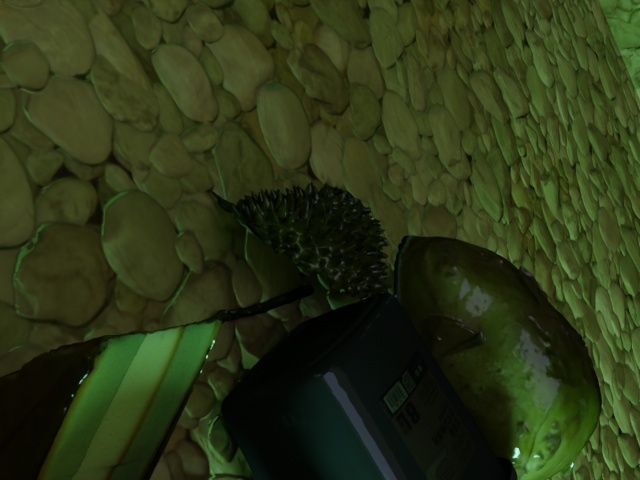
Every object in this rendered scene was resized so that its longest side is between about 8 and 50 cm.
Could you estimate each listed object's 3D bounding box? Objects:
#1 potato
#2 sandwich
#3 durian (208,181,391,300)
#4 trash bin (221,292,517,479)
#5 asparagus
[{"bbox_3d":[0.202,0.127,0.998,0.246,0.196,0.300,-39,119,-71],"label":"potato"},{"bbox_3d":[-0.143,0.146,0.586,0.117,0.187,0.144,-5,73,-54],"label":"sandwich"},{"bbox_3d":[0.006,-0.007,0.899,0.220,0.137,0.096,23,93,-43],"label":"durian"},{"bbox_3d":[0.056,0.216,0.831,0.290,0.182,0.209,60,38,-7],"label":"trash bin"},{"bbox_3d":[-0.059,0.064,0.875,0.162,0.016,0.016,-13,76,-53],"label":"asparagus"}]
